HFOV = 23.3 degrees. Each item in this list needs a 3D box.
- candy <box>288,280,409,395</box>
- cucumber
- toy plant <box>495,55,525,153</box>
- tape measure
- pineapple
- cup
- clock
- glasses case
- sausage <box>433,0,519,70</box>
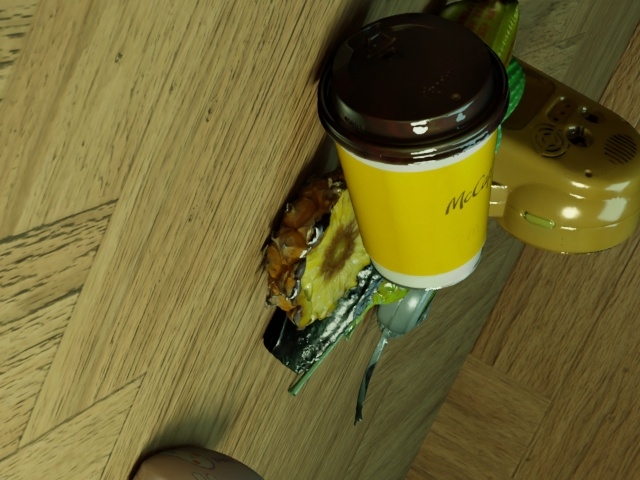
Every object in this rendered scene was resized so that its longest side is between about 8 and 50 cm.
[{"bbox_3d":[0.040,0.122,2.251,0.262,0.077,0.073,-50,-173,-9],"label":"candy"},{"bbox_3d":[-0.001,0.066,1.915,0.193,0.086,0.115,-59,-150,10],"label":"cucumber"},{"bbox_3d":[0.186,-0.158,2.072,0.154,0.088,0.240,37,76,-38],"label":"toy plant"},{"bbox_3d":[0.105,0.136,2.447,0.330,0.084,0.164,-53,163,-35],"label":"tape measure"},{"bbox_3d":[0.000,0.000,1.766,0.225,0.076,0.225,-50,155,-34],"label":"pineapple"},{"bbox_3d":[0.103,-0.085,1.623,0.196,0.196,0.279,-52,150,-34],"label":"cup"},{"bbox_3d":[0.318,-0.114,2.230,0.244,0.317,0.200,-48,156,-41],"label":"clock"},{"bbox_3d":[-0.133,0.291,1.808,0.075,0.113,0.297,-62,168,0],"label":"glasses case"},{"bbox_3d":[0.158,-0.195,1.841,0.125,0.117,0.317,-23,-139,64],"label":"sausage"}]
